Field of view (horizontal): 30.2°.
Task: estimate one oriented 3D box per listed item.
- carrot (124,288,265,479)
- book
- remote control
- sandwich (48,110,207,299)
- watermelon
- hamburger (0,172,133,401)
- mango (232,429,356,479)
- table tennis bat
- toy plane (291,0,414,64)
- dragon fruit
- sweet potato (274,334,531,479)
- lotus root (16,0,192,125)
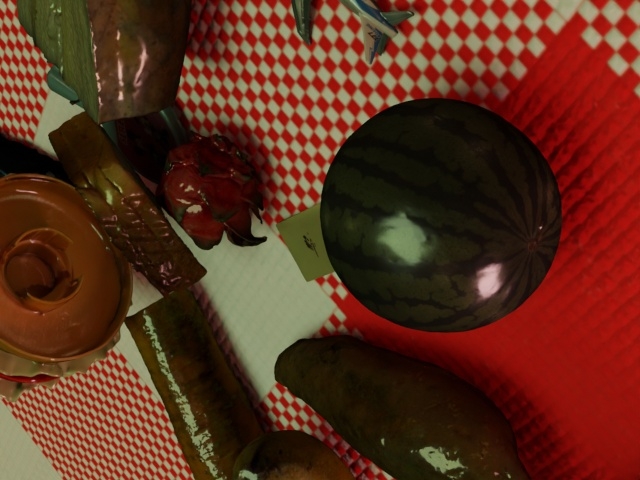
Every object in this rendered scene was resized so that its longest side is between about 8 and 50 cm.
[{"bbox_3d":[-0.157,0.210,1.570,0.114,0.114,0.302,-14,102,52],"label":"carrot"},{"bbox_3d":[0.000,0.000,1.322,0.111,0.014,0.077,-23,96,52],"label":"book"},{"bbox_3d":[-0.432,-0.071,1.714,0.398,0.062,0.145,23,130,36],"label":"remote control"},{"bbox_3d":[-0.233,-0.047,1.401,0.186,0.065,0.215,57,176,-34],"label":"sandwich"},{"bbox_3d":[0.102,-0.022,1.035,0.212,0.212,0.212,28,134,33],"label":"watermelon"},{"bbox_3d":[-0.388,0.062,1.504,0.212,0.274,0.274,-27,95,49],"label":"hamburger"},{"bbox_3d":[-0.031,0.360,1.484,0.175,0.176,0.330,11,120,29],"label":"mango"},{"bbox_3d":[-0.251,-0.157,1.476,0.244,0.040,0.153,32,142,25],"label":"table tennis bat"},{"bbox_3d":[-0.005,-0.263,1.100,0.226,0.058,0.226,52,153,4],"label":"toy plane"},{"bbox_3d":[-0.123,-0.056,1.347,0.121,0.130,0.142,-6,114,14],"label":"dragon fruit"},{"bbox_3d":[0.063,0.179,1.303,0.422,0.130,0.131,18,129,49],"label":"sweet potato"},{"bbox_3d":[-0.230,-0.305,1.260,0.267,0.149,0.260,47,141,44],"label":"lotus root"}]
